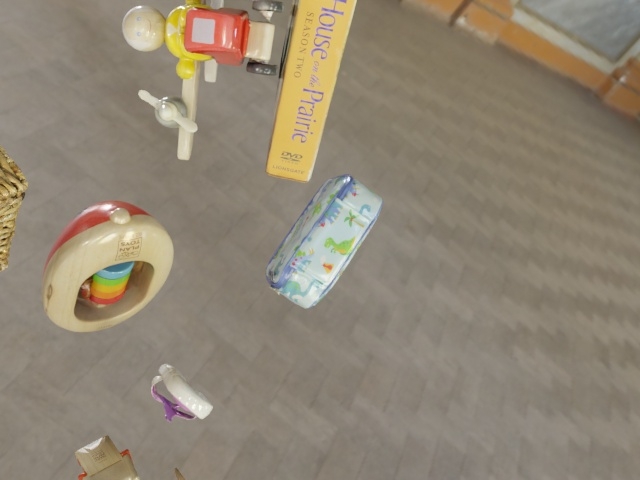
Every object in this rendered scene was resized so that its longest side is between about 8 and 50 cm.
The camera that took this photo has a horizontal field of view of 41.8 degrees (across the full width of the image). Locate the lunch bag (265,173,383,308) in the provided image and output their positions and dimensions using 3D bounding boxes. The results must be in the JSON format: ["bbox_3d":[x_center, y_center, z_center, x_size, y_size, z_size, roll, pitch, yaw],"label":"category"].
[{"bbox_3d":[0.000,0.000,1.353,0.090,0.219,0.176,35,-2,-9],"label":"lunch bag"}]

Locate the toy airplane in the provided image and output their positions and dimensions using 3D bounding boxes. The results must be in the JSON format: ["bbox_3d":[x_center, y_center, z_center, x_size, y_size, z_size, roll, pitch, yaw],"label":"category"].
[{"bbox_3d":[-0.258,-0.413,1.658,0.272,0.384,0.386,1,58,-23],"label":"toy airplane"}]

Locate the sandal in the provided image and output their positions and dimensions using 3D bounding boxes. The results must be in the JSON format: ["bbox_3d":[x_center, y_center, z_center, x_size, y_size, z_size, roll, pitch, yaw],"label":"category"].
[{"bbox_3d":[-0.352,0.384,2.036,0.169,0.102,0.416,44,-14,1],"label":"sandal"}]

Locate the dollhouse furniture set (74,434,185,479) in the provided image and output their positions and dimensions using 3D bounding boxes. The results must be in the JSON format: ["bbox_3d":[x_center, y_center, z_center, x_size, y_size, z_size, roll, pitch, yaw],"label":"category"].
[{"bbox_3d":[-0.378,0.514,1.604,0.262,0.259,0.135,-25,37,-25],"label":"dollhouse furniture set"}]

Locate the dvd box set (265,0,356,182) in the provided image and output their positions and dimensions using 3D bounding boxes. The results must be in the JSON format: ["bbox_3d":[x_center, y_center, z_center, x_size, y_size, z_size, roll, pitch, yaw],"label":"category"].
[{"bbox_3d":[0.009,-0.319,0.943,0.062,0.420,0.307,10,47,-6],"label":"dvd box set"}]

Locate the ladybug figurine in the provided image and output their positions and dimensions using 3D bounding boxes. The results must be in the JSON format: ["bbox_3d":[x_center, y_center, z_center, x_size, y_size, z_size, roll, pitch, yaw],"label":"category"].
[{"bbox_3d":[-0.508,0.052,1.971,0.305,0.449,0.162,-10,60,-34],"label":"ladybug figurine"}]

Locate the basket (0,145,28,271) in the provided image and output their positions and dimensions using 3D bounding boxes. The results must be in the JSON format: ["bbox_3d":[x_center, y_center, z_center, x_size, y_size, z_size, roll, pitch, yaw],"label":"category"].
[{"bbox_3d":[-0.576,-0.085,1.150,0.213,0.223,0.299,-27,73,-40],"label":"basket"}]
